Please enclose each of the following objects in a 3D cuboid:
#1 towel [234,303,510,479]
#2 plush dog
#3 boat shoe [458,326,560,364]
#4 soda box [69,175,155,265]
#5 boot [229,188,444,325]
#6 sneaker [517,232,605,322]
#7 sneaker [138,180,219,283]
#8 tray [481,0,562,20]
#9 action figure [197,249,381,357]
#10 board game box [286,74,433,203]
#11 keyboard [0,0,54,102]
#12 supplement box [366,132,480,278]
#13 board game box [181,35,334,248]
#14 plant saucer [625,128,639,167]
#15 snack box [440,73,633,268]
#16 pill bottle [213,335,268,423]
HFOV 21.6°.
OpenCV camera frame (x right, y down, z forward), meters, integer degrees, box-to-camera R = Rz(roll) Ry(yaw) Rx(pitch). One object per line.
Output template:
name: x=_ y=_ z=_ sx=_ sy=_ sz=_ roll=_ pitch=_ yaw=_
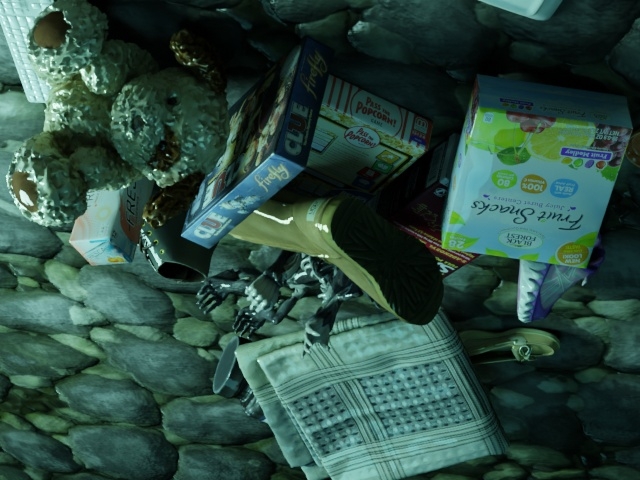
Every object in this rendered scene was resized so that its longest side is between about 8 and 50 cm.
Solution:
towel: x=0.073 y=0.235 z=2.397 sx=0.324 sy=0.056 sz=0.312 roll=-13 pitch=130 yaw=17
plush dog: x=-0.210 y=-0.133 z=1.926 sx=0.225 sy=0.262 sz=0.210 roll=12 pitch=-175 yaw=21
boat shoe: x=0.262 y=0.155 z=2.358 sx=0.153 sy=0.048 sz=0.056 roll=0 pitch=147 yaw=21
soda box: x=-0.248 y=-0.060 z=2.058 sx=0.063 sy=0.183 sz=0.058 roll=-5 pitch=146 yaw=25
boot: x=0.000 y=0.000 z=2.069 sx=0.269 sy=0.089 sz=0.236 roll=12 pitch=151 yaw=51
sneaker: x=0.301 y=0.030 z=2.099 sx=0.105 sy=0.095 sz=0.236 roll=2 pitch=148 yaw=3
sneaker: x=-0.236 y=-0.026 z=2.176 sx=0.222 sy=0.118 sz=0.083 roll=15 pitch=150 yaw=-4
tray: x=0.205 y=-0.302 z=1.631 sx=0.145 sy=0.030 sz=0.270 roll=18 pitch=149 yaw=-8
action figure: x=-0.030 y=0.074 z=2.248 sx=0.276 sy=0.141 sz=0.164 roll=-17 pitch=127 yaw=43
board game box: x=0.024 y=-0.111 z=2.005 sx=0.147 sy=0.045 sz=0.193 roll=24 pitch=149 yaw=-18
keyboard: x=-0.333 y=-0.238 z=1.961 sx=0.072 sy=0.014 sz=0.256 roll=8 pitch=150 yaw=9
supplement box: x=0.147 y=-0.031 z=2.066 sx=0.130 sy=0.073 sz=0.239 roll=26 pitch=148 yaw=-19
board game box: x=-0.075 y=-0.109 z=1.929 sx=0.042 sy=0.165 sz=0.243 roll=25 pitch=147 yaw=-20
plant saucer: x=0.388 y=-0.106 z=1.907 sx=0.083 sy=0.013 sz=0.083 roll=9 pitch=149 yaw=5
snack box: x=0.239 y=-0.075 z=1.884 sx=0.175 sy=0.070 sz=0.207 roll=7 pitch=131 yaw=-3
pill bottle: x=-0.044 y=0.223 z=2.517 sx=0.219 sy=0.122 sz=0.123 roll=23 pitch=149 yaw=-15
